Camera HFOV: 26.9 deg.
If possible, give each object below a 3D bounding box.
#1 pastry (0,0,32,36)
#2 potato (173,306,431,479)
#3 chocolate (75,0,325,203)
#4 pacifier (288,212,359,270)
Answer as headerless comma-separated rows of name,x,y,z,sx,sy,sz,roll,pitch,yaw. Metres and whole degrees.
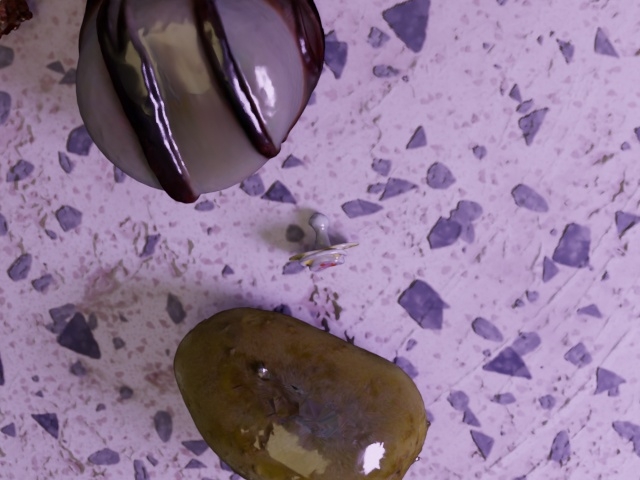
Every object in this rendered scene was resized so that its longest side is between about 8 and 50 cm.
pastry,-0.401,-0.305,1.438,0.115,0.097,0.208,-32,105,12
potato,-0.027,0.194,1.537,0.307,0.173,0.210,32,77,2
chocolate,-0.139,-0.180,1.403,0.283,0.186,0.284,3,112,7
pacifier,0.000,0.000,1.527,0.083,0.068,0.064,-14,83,14
